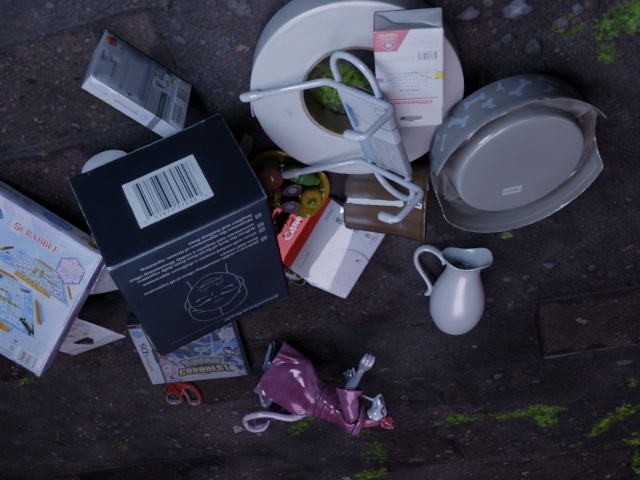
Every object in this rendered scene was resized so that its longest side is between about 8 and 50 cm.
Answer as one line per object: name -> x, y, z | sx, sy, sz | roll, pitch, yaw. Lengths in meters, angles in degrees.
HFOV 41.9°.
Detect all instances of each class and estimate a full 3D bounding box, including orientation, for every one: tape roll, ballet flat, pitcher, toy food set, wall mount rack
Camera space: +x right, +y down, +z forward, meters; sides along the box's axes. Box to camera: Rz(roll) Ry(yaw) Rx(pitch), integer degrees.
tape roll -> 0.064, -0.284, 1.526 | 0.391, 0.072, 0.392 | 1, 137, 1
ballet flat -> -0.087, 0.028, 1.854 | 0.072, 0.068, 0.213 | 3, 147, 42
pitcher -> 0.293, 0.106, 1.914 | 0.177, 0.125, 0.207 | 15, 128, 16
toy food set -> -0.083, -0.110, 1.689 | 0.217, 0.071, 0.128 | 24, 121, -17
wall mount rack -> 0.029, -0.177, 1.486 | 0.130, 0.304, 0.350 | -44, 136, -18

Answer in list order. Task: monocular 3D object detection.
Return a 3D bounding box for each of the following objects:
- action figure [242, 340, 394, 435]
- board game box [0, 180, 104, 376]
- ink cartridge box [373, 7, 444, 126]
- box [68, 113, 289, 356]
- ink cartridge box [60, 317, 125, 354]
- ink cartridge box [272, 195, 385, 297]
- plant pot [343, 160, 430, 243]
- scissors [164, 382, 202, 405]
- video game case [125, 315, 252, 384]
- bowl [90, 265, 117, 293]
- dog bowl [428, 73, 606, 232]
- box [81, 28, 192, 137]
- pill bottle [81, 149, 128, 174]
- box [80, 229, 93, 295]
action figure -> 0.010, 0.406, 2.104 | 0.370, 0.276, 0.248 | 23, 158, 16
board game box -> -0.648, 0.072, 1.754 | 0.318, 0.066, 0.318 | 32, 106, -1
ink cartridge box -> 0.151, -0.289, 1.419 | 0.115, 0.067, 0.198 | -2, 136, 6
box -> -0.247, 0.004, 1.572 | 0.293, 0.212, 0.395 | -25, 152, -10
ink cartridge box -> -0.640, 0.189, 1.991 | 0.261, 0.066, 0.296 | 23, 151, -34
ink cartridge box -> 0.000, 0.000, 1.794 | 0.232, 0.066, 0.189 | 22, 109, -25
plant pot -> 0.135, -0.080, 1.685 | 0.165, 0.167, 0.167 | 3, 137, 9
scissors -> -0.405, 0.366, 2.269 | 0.108, 0.021, 0.297 | -5, 135, 10
video game case -> -0.332, 0.274, 2.143 | 0.274, 0.035, 0.248 | -6, 133, 5
bowl -> -0.471, 0.063, 1.852 | 0.142, 0.053, 0.142 | -9, 137, -56
dog bowl -> 0.363, -0.164, 1.571 | 0.348, 0.102, 0.349 | -10, 142, -8
box -> -0.323, -0.276, 1.492 | 0.186, 0.145, 0.038 | 31, 128, -29
pill bottle -> -0.404, -0.068, 1.724 | 0.131, 0.131, 0.229 | -6, 136, 7
box -> -0.602, 0.043, 1.886 | 0.180, 0.078, 0.147 | 8, 136, -7
